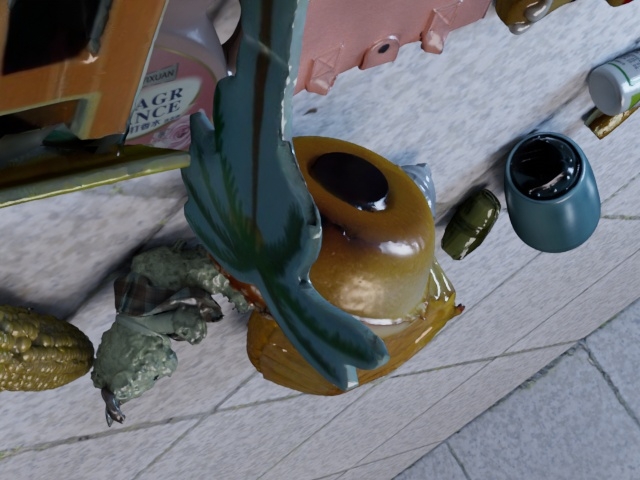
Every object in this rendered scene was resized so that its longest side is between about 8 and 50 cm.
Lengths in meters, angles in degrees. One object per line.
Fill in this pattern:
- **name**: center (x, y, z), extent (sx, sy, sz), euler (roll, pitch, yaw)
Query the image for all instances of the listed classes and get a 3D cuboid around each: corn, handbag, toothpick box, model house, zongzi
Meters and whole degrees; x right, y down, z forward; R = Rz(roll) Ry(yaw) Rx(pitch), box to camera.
- **corn**: center (-0.286, 0.091, 0.971), extent (0.086, 0.086, 0.288), euler (-35, 162, 8)
- **handbag**: center (0.047, -0.186, 0.837), extent (0.212, 0.059, 0.157), euler (-25, 159, -19)
- **toothpick box**: center (0.290, -0.063, 1.396), extent (0.120, 0.120, 0.184), euler (-33, 157, 4)
- **model house**: center (-0.157, -0.051, 0.464), extent (0.300, 0.340, 0.324), euler (-18, 160, -29)
- **zongzi**: center (0.215, -0.032, 1.468), extent (0.113, 0.052, 0.104), euler (-27, 158, -54)

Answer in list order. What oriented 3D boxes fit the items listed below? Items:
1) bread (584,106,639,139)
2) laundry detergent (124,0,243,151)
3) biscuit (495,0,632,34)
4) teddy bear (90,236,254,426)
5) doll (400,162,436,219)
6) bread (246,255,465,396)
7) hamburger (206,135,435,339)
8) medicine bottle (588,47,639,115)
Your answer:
- **bread**: center (0.374, -0.164, 1.398), extent (0.083, 0.036, 0.047), euler (-40, 172, 19)
- **laundry detergent**: center (-0.101, -0.141, 0.712), extent (0.171, 0.076, 0.237), euler (-18, 154, -36)
- **biscuit**: center (0.307, -0.282, 1.012), extent (0.301, 0.049, 0.197), euler (-21, 159, -31)
- **teddy bear**: center (-0.156, 0.069, 1.058), extent (0.213, 0.111, 0.133), euler (-45, -158, -15)
- **doll**: center (0.097, -0.043, 1.234), extent (0.094, 0.079, 0.180), euler (-57, 169, 3)
- **bread**: center (0.039, 0.095, 1.359), extent (0.274, 0.149, 0.274), euler (-34, 158, -15)
- **hamburger**: center (0.003, 0.003, 0.996), extent (0.236, 0.237, 0.147), euler (-12, 136, -44)
- **medicine bottle**: center (0.418, -0.208, 1.325), extent (0.220, 0.061, 0.092), euler (-25, 168, -19)
